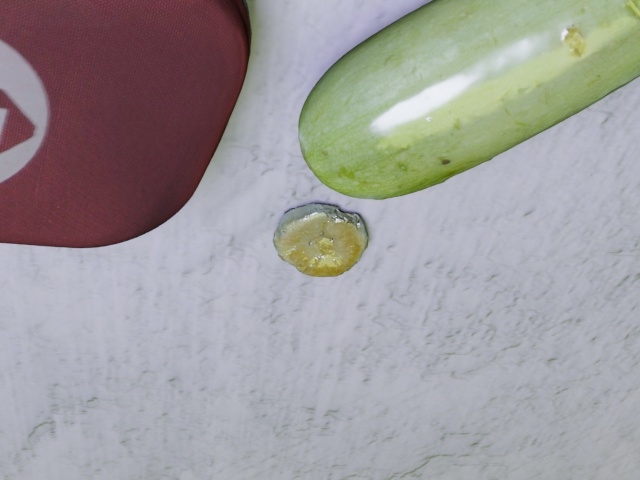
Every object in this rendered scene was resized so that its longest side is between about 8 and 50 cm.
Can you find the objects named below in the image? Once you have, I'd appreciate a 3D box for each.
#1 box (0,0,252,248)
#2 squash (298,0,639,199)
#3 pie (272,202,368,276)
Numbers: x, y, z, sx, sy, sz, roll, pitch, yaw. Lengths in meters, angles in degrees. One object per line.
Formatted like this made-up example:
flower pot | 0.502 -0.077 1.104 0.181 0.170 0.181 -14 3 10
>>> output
box | -0.241 -0.107 0.558 0.404 0.108 0.263 5 134 -28
squash | 0.150 -0.136 0.610 0.370 0.118 0.118 -27 131 16
pie | 0.000 0.000 0.798 0.084 0.020 0.084 -1 133 -1
